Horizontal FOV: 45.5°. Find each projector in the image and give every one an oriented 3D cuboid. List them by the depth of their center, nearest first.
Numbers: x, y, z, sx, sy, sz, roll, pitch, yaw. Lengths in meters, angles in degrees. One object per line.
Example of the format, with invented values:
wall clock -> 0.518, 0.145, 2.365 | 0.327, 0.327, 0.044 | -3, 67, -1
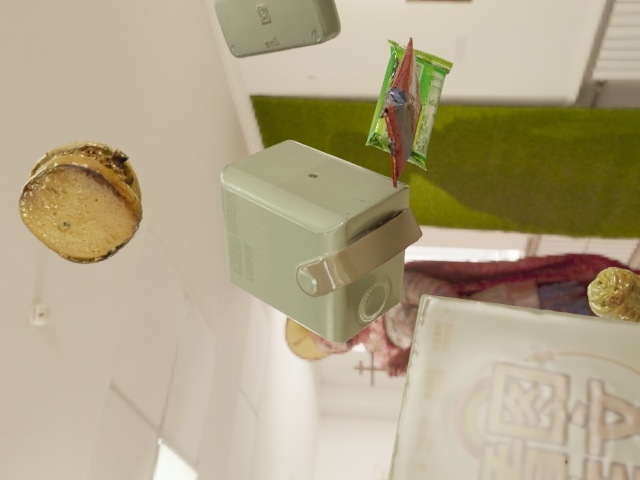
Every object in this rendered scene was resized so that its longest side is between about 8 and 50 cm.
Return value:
projector -> 0.000, 0.000, 0.955 | 0.163, 0.243, 0.177 | -31, -47, -39

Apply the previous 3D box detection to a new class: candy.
candy -> 0.124, -0.192, 1.071 | 0.032, 0.102, 0.178 | -27, 45, 64

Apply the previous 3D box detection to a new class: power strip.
power strip -> -0.091, -0.435, 1.365 | 0.059, 0.265, 0.193 | -37, -61, -37

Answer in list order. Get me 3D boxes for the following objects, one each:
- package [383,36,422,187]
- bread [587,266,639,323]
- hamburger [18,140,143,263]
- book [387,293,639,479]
package -> 0.089, -0.142, 0.817 | 0.200, 0.022, 0.083 | -70, -28, -51
bread -> 0.548, 0.117, 1.242 | 0.084, 0.368, 0.077 | -54, 43, 20
hamburger -> -0.358, -0.055, 1.169 | 0.118, 0.182, 0.191 | -84, -20, -58
book -> 0.193, 0.142, 0.470 | 0.020, 0.296, 0.207 | 79, -158, -54
